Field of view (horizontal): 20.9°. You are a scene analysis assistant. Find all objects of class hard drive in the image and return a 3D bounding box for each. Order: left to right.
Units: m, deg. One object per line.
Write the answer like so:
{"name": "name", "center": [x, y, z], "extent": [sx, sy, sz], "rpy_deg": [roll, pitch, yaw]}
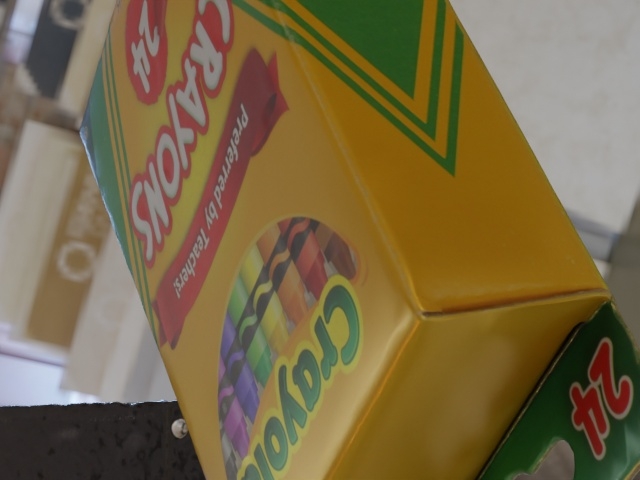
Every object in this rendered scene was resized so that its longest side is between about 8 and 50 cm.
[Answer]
{"name": "hard drive", "center": [-0.101, 0.133, 1.014], "extent": [0.338, 0.237, 0.064], "rpy_deg": [-5, 79, 29]}

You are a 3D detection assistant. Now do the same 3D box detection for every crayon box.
{"name": "crayon box", "center": [0.000, 0.000, 0.682], "extent": [0.319, 0.081, 0.202], "rpy_deg": [65, 148, 33]}
